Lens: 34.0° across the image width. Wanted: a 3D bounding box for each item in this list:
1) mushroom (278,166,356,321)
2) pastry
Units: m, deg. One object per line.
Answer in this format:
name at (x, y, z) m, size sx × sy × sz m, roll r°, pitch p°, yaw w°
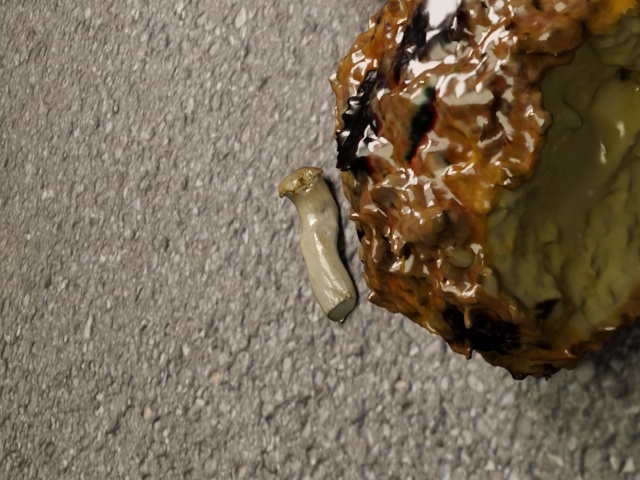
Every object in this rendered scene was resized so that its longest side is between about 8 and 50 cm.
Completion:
mushroom at (-0.002, 0.002, 1.281) m, size 0.059 × 0.054 × 0.202 m, roll -33°, pitch 65°, yaw 44°
pastry at (0.159, -0.096, 0.949) m, size 0.337 × 0.293 × 0.405 m, roll 37°, pitch 119°, yaw 57°
